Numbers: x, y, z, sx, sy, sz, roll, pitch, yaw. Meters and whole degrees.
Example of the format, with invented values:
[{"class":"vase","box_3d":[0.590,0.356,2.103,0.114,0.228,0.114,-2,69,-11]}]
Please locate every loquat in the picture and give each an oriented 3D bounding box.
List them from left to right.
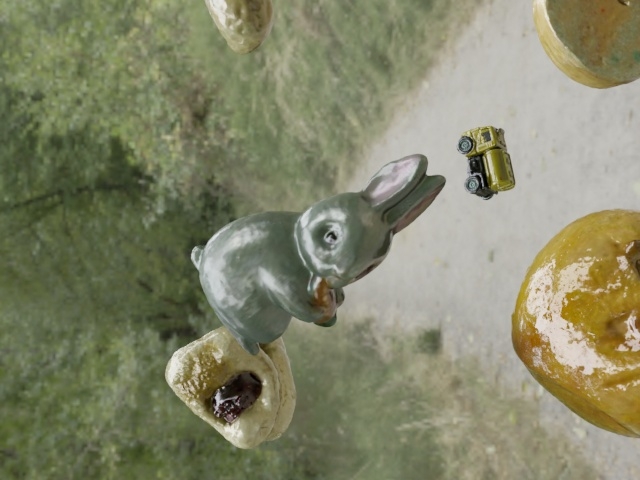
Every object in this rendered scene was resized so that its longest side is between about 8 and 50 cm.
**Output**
[{"class":"loquat","box_3d":[0.373,0.098,1.099,0.284,0.276,0.276,55,-149,-56]}]

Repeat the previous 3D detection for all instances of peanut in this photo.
[{"class":"peanut","box_3d":[-0.117,-0.399,1.304,0.117,0.101,0.263,21,112,53]}]

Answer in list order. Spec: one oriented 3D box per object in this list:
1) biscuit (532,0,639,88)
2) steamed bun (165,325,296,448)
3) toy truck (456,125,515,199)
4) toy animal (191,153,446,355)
[{"class":"biscuit","box_3d":[0.179,-0.202,0.540,0.030,0.153,0.234,151,130,-78]},{"class":"steamed bun","box_3d":[-0.105,0.200,1.224,0.155,0.140,0.172,60,-166,15]},{"class":"toy truck","box_3d":[0.200,-0.096,1.101,0.049,0.054,0.083,16,-119,-56]},{"class":"toy animal","box_3d":[-0.005,0.008,0.810,0.236,0.138,0.108,-36,19,34]}]
